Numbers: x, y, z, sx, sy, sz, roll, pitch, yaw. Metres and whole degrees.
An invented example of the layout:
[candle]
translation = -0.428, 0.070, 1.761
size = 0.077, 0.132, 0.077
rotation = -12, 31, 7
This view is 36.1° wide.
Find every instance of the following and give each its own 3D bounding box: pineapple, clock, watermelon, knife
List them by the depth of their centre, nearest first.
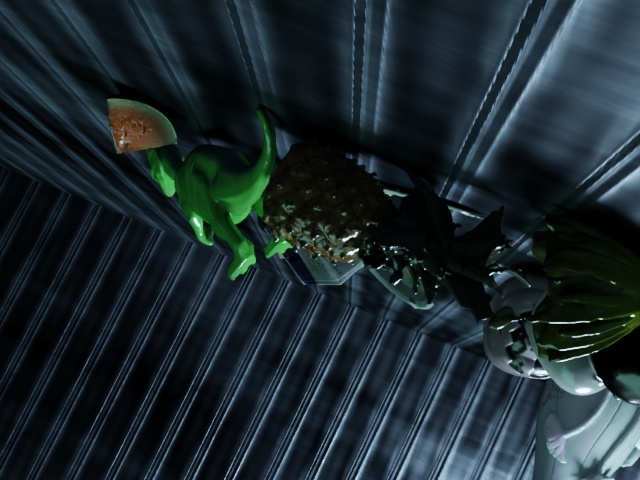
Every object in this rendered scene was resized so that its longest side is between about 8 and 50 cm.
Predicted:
[pineapple]
translation = 0.107, -0.013, 1.303
size = 0.364, 0.166, 0.165
rotation = 21, 172, 13
[knife]
translation = 0.104, -0.070, 1.445
size = 0.297, 0.017, 0.047
rotation = 14, 171, 29
[watermelon]
translation = -0.304, -0.182, 1.544
size = 0.125, 0.094, 0.135
rotation = 27, 172, 35
[clock]
translation = 0.121, 0.016, 1.678
size = 0.236, 0.053, 0.236
rotation = 44, 164, 16

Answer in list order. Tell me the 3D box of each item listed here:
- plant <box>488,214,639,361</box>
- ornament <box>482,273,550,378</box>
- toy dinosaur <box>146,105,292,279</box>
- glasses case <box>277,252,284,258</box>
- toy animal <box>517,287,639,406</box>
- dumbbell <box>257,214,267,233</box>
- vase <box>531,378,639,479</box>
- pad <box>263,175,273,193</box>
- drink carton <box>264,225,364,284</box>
[plant]
translation = 0.398, 0.090, 1.190
size = 0.333, 0.180, 0.251
rotation = 16, -179, 20
[ornament]
translation = 0.359, 0.144, 1.624
size = 0.177, 0.178, 0.177
rotation = 22, 172, 3
[toy dinosaur]
translation = -0.171, -0.149, 1.559
size = 0.374, 0.144, 0.500
rotation = 51, 153, 26
[glasses case]
translation = -0.051, -0.014, 2.149
size = 0.102, 0.070, 0.193
rotation = -6, 168, 2
[toy animal]
translation = 0.408, 0.132, 1.382
size = 0.235, 0.187, 0.165
rotation = 5, 121, 52
[dumbbell]
translation = -0.062, -0.032, 1.899
size = 0.081, 0.082, 0.254
rotation = 19, 171, 26
[vase]
translation = 0.552, 0.442, 2.107
size = 0.250, 0.446, 0.250
rotation = 23, 174, 3
[pad]
translation = -0.044, -0.077, 1.865
size = 0.181, 0.004, 0.267
rotation = 22, 172, 0
[drink carton]
translation = 0.000, -0.001, 1.694
size = 0.134, 0.102, 0.222
rotation = 57, 166, -7
